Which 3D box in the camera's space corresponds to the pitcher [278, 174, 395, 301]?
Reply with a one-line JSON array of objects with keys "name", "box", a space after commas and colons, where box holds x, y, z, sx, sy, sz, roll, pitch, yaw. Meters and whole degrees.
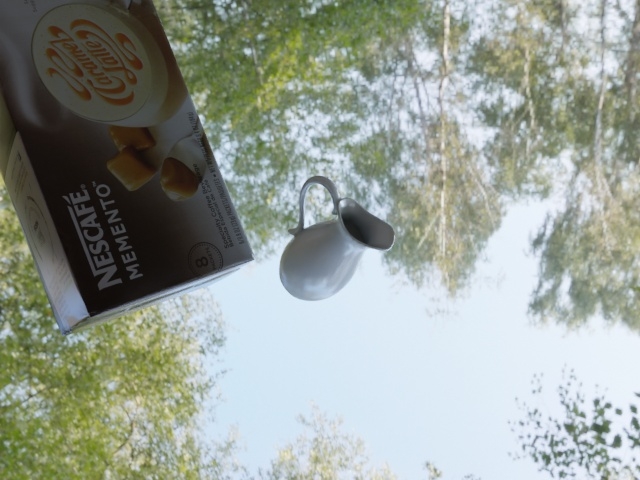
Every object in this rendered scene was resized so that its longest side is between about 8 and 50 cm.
[{"name": "pitcher", "box": [0.000, 0.000, 1.166, 0.178, 0.207, 0.125, 49, -140, 2]}]

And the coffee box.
[{"name": "coffee box", "box": [-0.170, -0.067, 0.529, 0.141, 0.247, 0.098, -19, 175, -36]}]
